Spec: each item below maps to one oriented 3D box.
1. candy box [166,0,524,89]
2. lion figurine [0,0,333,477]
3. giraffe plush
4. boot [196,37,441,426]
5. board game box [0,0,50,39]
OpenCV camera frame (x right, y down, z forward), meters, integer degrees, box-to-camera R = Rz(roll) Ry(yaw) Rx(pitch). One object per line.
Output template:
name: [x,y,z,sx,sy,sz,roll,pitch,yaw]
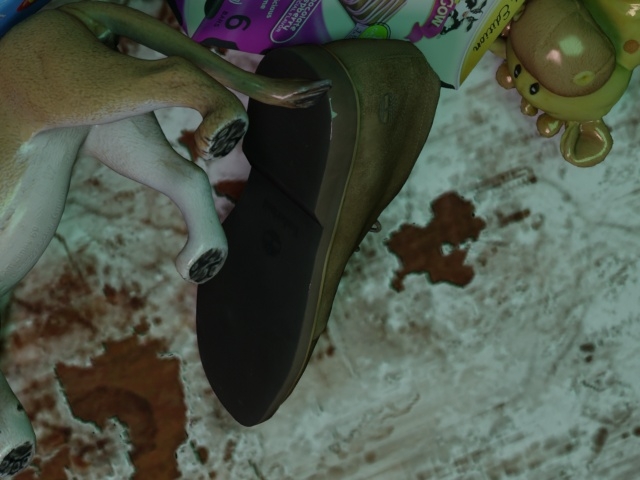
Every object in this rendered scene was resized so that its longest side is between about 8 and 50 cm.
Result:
candy box: [0.034,-0.184,1.186,0.233,0.071,0.159,4,133,-43]
lion figurine: [-0.199,-0.025,1.144,0.392,0.142,0.240,-42,62,-1]
giraffe plush: [0.190,-0.154,1.287,0.170,0.181,0.210,-36,141,6]
boot: [0.000,0.000,1.247,0.115,0.112,0.305,-18,141,-38]
board game box: [-0.180,-0.327,1.150,0.302,0.086,0.308,-38,91,-4]
